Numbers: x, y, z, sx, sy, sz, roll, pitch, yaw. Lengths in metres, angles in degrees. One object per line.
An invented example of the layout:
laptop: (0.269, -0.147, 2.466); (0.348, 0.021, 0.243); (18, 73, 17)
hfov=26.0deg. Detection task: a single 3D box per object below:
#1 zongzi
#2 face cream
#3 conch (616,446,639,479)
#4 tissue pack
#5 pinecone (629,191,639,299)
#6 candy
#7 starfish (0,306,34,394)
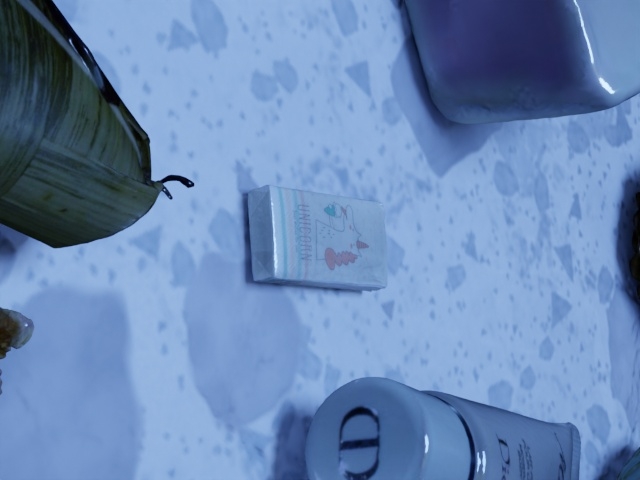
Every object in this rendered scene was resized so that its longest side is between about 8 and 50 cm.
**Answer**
zongzi: (-0.149, -0.110, 0.620); (0.205, 0.094, 0.204); (25, 55, -49)
face cream: (0.099, 0.158, 0.876); (0.314, 0.089, 0.143); (32, 59, -55)
conch: (0.265, 0.220, 1.035); (0.135, 0.102, 0.153); (55, 11, -12)
tissue pack: (0.000, 0.000, 0.820); (0.108, 0.023, 0.056); (9, 76, -49)
pinecone: (0.344, -0.004, 1.124); (0.163, 0.165, 0.163); (15, 69, -44)
candy: (0.203, -0.221, 1.017); (0.359, 0.145, 0.208); (-31, 105, -49)
starfish: (-0.174, 0.126, 0.582); (0.150, 0.053, 0.209); (5, 83, -37)
